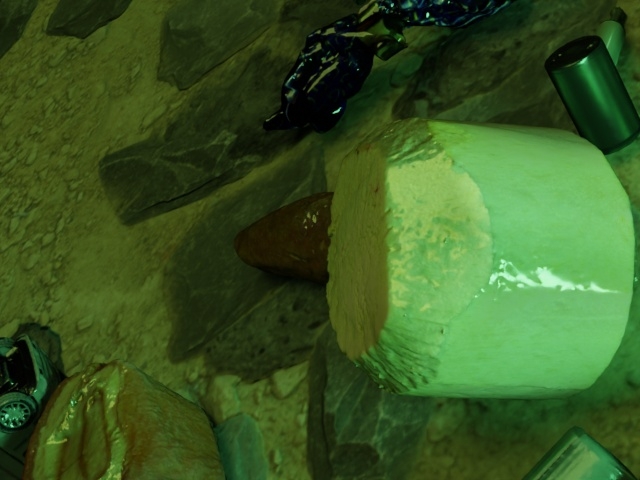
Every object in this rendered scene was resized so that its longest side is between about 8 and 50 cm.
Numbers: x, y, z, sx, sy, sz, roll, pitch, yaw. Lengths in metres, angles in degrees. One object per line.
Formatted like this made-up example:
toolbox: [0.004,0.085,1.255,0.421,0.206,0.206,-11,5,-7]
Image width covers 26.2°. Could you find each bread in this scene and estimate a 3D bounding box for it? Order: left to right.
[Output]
bread: [-0.200,0.224,1.367,0.190,0.123,0.244,-39,35,15]

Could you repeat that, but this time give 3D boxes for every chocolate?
chocolate: [0.058,-0.225,1.508,0.343,0.126,0.148,-34,20,22]

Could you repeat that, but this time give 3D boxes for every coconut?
coconut: [0.142,0.017,1.116,0.239,0.244,0.239,-177,90,-73]

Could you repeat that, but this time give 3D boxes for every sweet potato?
sweet potato: [0.000,0.000,1.402,0.251,0.097,0.097,-9,51,48]

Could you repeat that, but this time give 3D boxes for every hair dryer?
hair dryer: [0.270,-0.169,1.289,0.057,0.100,0.198,-16,28,32]

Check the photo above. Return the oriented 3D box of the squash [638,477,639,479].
squash: [0.232,0.229,0.943,0.082,0.082,0.292,15,69,52]

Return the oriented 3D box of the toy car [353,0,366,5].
toy car: [0.075,-0.367,1.492,0.141,0.321,0.097,-35,74,-4]

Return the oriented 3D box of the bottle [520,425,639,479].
bottle: [0.123,0.266,1.022,0.286,0.082,0.082,-47,36,1]

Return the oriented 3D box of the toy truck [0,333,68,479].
toy truck: [-0.373,0.241,1.509,0.268,0.155,0.124,-40,36,7]
